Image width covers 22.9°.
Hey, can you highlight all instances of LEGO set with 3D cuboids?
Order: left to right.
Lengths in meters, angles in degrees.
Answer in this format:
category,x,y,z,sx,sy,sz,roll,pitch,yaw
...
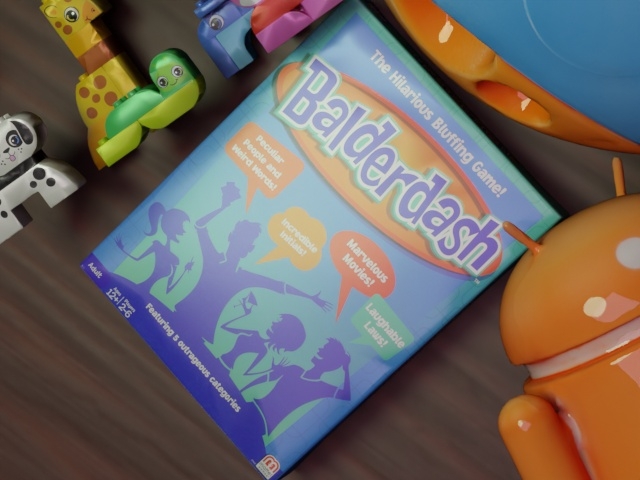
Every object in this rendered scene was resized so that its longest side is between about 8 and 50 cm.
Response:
category,x,y,z,sx,sy,sz,roll,pitch,yaw
LEGO set,-0.101,-0.105,0.837,0.227,0.087,0.093,-34,98,14

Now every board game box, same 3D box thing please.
category,x,y,z,sx,sy,sz,roll,pitch,yaw
board game box,0.000,0.000,0.837,0.210,0.047,0.160,-44,82,12

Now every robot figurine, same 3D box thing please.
category,x,y,z,sx,sy,sz,roll,pitch,yaw
robot figurine,0.166,0.072,0.752,0.158,0.128,0.219,-29,89,9

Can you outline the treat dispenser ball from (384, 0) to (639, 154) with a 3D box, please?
category,x,y,z,sx,sy,sz,roll,pitch,yaw
treat dispenser ball,0.148,-0.178,0.664,0.288,0.288,0.288,1,93,15
